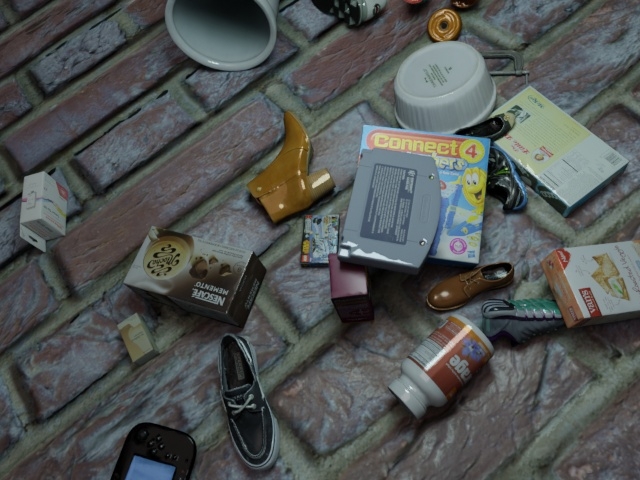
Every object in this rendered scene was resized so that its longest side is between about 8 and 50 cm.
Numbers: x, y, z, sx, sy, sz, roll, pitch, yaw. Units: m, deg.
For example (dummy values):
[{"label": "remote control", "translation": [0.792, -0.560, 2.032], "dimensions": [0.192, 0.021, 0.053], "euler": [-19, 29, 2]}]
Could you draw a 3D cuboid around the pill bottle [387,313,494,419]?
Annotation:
[{"label": "pill bottle", "translation": [0.249, 0.267, 1.086], "dimensions": [0.216, 0.121, 0.121], "euler": [-42, 64, -9]}]

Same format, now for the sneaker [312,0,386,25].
[{"label": "sneaker", "translation": [0.078, -0.794, 1.650], "dimensions": [0.146, 0.123, 0.330], "euler": [-29, 60, -23]}]

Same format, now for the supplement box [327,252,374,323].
[{"label": "supplement box", "translation": [0.072, 0.109, 1.160], "dimensions": [0.080, 0.188, 0.104], "euler": [-7, 63, 8]}]

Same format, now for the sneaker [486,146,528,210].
[{"label": "sneaker", "translation": [0.441, -0.156, 1.279], "dimensions": [0.078, 0.067, 0.188], "euler": [-18, 65, -4]}]

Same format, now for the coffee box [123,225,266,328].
[{"label": "coffee box", "translation": [-0.308, 0.089, 1.289], "dimensions": [0.296, 0.119, 0.168], "euler": [14, 67, 18]}]

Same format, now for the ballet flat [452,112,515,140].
[{"label": "ballet flat", "translation": [0.408, -0.275, 1.288], "dimensions": [0.173, 0.049, 0.058], "euler": [-24, 67, -1]}]

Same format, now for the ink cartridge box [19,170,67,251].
[{"label": "ink cartridge box", "translation": [-0.786, -0.080, 1.473], "dimensions": [0.067, 0.115, 0.198], "euler": [-13, 64, 5]}]

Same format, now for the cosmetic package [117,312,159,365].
[{"label": "cosmetic package", "translation": [-0.453, 0.246, 1.287], "dimensions": [0.060, 0.041, 0.115], "euler": [-34, 63, -6]}]

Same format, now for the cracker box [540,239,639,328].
[{"label": "cracker box", "translation": [0.605, 0.088, 1.089], "dimensions": [0.232, 0.067, 0.156], "euler": [-6, 63, -12]}]

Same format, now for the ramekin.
[{"label": "ramekin", "translation": [0.318, -0.403, 1.361], "dimensions": [0.272, 0.127, 0.273], "euler": [-12, 54, 16]}]

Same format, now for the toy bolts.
[{"label": "toy bolts", "translation": [0.353, -0.714, 1.560], "dimensions": [0.228, 0.158, 0.219], "euler": [21, 111, 10]}]

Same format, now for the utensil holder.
[{"label": "utensil holder", "translation": [-0.280, -0.783, 1.592], "dimensions": [0.327, 0.328, 0.386], "euler": [-2, 63, 11]}]

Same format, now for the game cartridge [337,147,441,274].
[{"label": "game cartridge", "translation": [0.159, -0.068, 1.118], "dimensions": [0.195, 0.060, 0.295], "euler": [9, 59, 10]}]

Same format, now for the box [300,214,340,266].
[{"label": "box", "translation": [0.000, 0.000, 1.319], "dimensions": [0.093, 0.027, 0.137], "euler": [0, 64, 10]}]

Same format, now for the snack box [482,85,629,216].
[{"label": "snack box", "translation": [0.564, -0.230, 1.292], "dimensions": [0.187, 0.060, 0.322], "euler": [-36, 63, -5]}]

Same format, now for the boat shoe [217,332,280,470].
[{"label": "boat shoe", "translation": [-0.168, 0.349, 1.143], "dimensions": [0.108, 0.102, 0.302], "euler": [-17, 62, 3]}]

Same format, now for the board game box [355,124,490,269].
[{"label": "board game box", "translation": [0.230, -0.104, 1.232], "dimensions": [0.307, 0.086, 0.302], "euler": [7, 79, 6]}]

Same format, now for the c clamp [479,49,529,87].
[{"label": "c clamp", "translation": [0.505, -0.485, 1.450], "dimensions": [0.160, 0.022, 0.137], "euler": [8, 67, 15]}]

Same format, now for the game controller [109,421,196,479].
[{"label": "game controller", "translation": [-0.382, 0.563, 1.106], "dimensions": [0.166, 0.067, 0.320], "euler": [9, 68, 16]}]

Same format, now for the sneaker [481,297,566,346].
[{"label": "sneaker", "translation": [0.456, 0.182, 1.126], "dimensions": [0.223, 0.083, 0.098], "euler": [3, 104, -1]}]

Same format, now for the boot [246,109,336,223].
[{"label": "boot", "translation": [-0.110, -0.203, 1.398], "dimensions": [0.211, 0.104, 0.295], "euler": [-27, 66, -2]}]

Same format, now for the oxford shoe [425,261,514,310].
[{"label": "oxford shoe", "translation": [0.338, 0.095, 1.177], "dimensions": [0.212, 0.076, 0.076], "euler": [-24, 64, 2]}]
